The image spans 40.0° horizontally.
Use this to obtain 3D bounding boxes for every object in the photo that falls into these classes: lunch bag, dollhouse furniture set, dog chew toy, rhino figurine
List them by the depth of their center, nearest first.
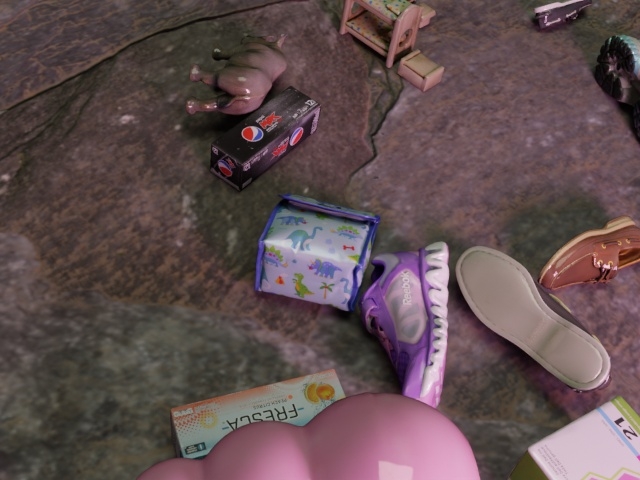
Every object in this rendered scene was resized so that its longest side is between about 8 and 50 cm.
[{"bbox_3d":[-0.025,0.252,0.799,0.332,0.206,0.206,-7,52,-4],"label":"dog chew toy"},{"bbox_3d":[0.000,0.000,1.076,0.129,0.096,0.151,14,36,6],"label":"lunch bag"},{"bbox_3d":[-0.104,-0.248,1.265,0.106,0.073,0.243,5,33,13],"label":"rhino figurine"},{"bbox_3d":[0.154,-0.351,1.378,0.182,0.101,0.161,40,56,22],"label":"dollhouse furniture set"}]

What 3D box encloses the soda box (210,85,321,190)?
[{"bbox_3d":[-0.074,-0.141,1.200,0.060,0.053,0.169,34,53,19],"label":"soda box"}]

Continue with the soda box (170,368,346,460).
[{"bbox_3d":[-0.062,0.193,0.923,0.183,0.058,0.063,-11,53,-17],"label":"soda box"}]

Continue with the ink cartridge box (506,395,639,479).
[{"bbox_3d":[0.248,0.297,0.861,0.255,0.097,0.189,-21,57,-25],"label":"ink cartridge box"}]

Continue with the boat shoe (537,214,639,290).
[{"bbox_3d":[0.355,0.023,1.126,0.178,0.064,0.060,-22,55,-28],"label":"boat shoe"}]

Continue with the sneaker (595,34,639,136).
[{"bbox_3d":[0.535,-0.214,1.324,0.122,0.110,0.283,-5,52,-17],"label":"sneaker"}]

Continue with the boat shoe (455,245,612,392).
[{"bbox_3d":[0.252,0.096,1.050,0.081,0.069,0.228,-47,59,7],"label":"boat shoe"}]

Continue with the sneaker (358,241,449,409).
[{"bbox_3d":[0.094,0.098,1.013,0.104,0.095,0.236,4,45,3],"label":"sneaker"}]

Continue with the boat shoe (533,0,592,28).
[{"bbox_3d":[0.414,-0.388,1.492,0.125,0.038,0.046,-21,15,-30],"label":"boat shoe"}]
